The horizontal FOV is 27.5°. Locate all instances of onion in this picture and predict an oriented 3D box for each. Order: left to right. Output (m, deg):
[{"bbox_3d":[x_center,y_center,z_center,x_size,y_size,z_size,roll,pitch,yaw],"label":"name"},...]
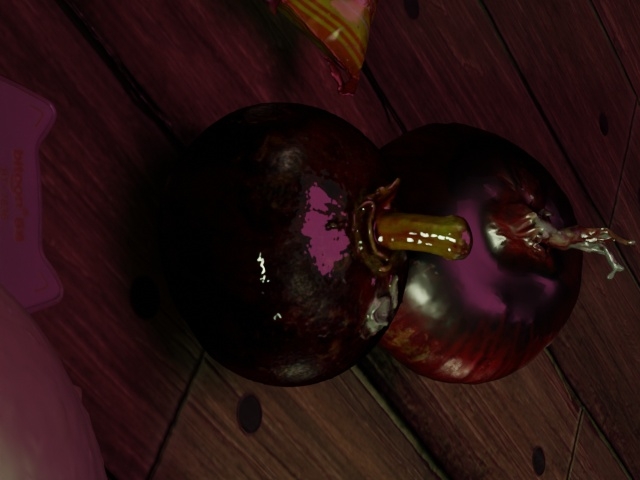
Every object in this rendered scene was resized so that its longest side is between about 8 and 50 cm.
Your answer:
[{"bbox_3d":[0.159,0.003,1.302,0.273,0.285,0.273,9,73,-32],"label":"onion"}]

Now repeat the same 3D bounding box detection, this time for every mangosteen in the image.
[{"bbox_3d":[0.000,0.000,1.066,0.235,0.261,0.235,13,74,-56],"label":"mangosteen"}]

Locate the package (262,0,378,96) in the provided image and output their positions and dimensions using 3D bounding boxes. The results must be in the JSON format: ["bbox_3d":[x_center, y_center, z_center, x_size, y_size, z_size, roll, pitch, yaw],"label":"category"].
[{"bbox_3d":[0.000,-0.304,1.265,0.223,0.108,0.288,44,54,-26],"label":"package"}]

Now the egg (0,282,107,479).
[{"bbox_3d":[-0.251,0.142,0.606,0.340,0.354,0.354,14,72,-67],"label":"egg"}]

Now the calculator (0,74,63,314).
[{"bbox_3d":[-0.292,-0.033,0.846,0.294,0.043,0.194,5,80,-52],"label":"calculator"}]
